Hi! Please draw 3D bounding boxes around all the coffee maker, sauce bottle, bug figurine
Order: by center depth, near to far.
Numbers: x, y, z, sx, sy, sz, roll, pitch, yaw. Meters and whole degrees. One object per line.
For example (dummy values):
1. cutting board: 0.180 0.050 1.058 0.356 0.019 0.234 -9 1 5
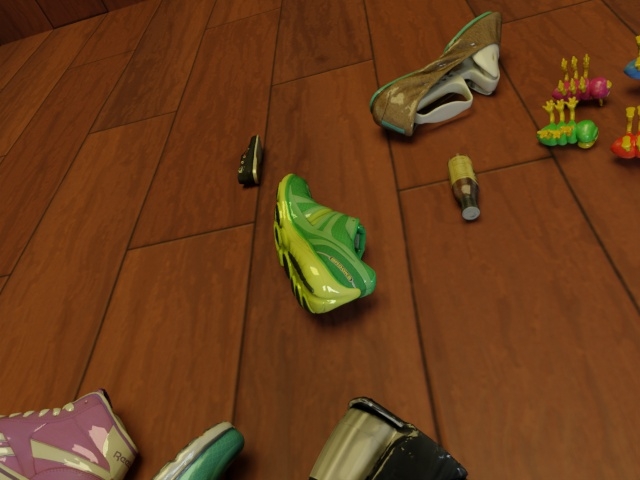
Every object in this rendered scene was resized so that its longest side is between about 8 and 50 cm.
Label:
1. coffee maker: 0.047 0.260 0.491 0.171 0.120 0.178 19 56 35
2. sauce bottle: 0.222 -0.083 0.841 0.042 0.042 0.128 -9 45 13
3. bug figurine: 0.465 -0.213 0.856 0.216 0.072 0.279 4 52 34

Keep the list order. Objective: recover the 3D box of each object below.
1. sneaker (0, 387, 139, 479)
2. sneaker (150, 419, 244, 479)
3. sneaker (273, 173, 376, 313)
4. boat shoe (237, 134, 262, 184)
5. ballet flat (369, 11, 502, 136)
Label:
1. sneaker: -0.354 0.248 0.692 0.282 0.102 0.161 17 50 22
2. sneaker: -0.144 0.319 0.545 0.110 0.107 0.275 20 58 13
3. sneaker: 0.000 0.000 0.817 0.124 0.109 0.295 -4 37 -16
4. boat shoe: -0.136 -0.160 1.061 0.042 0.049 0.133 -4 48 7
5. ballet flat: 0.251 -0.301 1.021 0.342 0.116 0.124 -37 64 -16
